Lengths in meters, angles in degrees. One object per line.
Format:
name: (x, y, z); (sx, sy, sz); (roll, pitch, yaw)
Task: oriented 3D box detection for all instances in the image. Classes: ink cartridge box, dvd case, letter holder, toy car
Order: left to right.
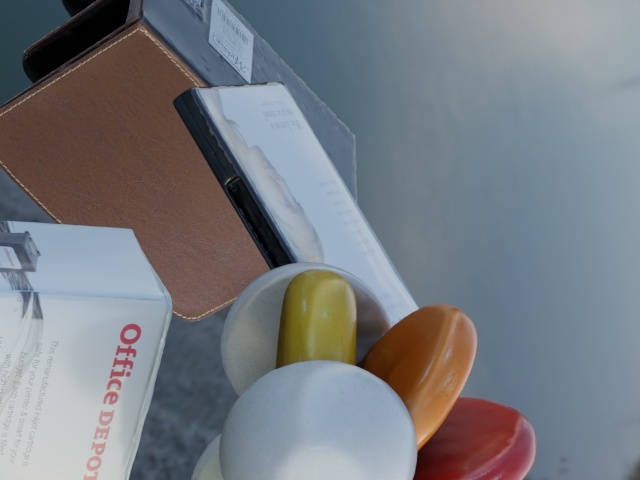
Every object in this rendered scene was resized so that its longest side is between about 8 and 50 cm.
ink cartridge box: (-0.151, 0.051, 0.730); (0.150, 0.109, 0.063); (4, 29, -25)
letter holder: (-0.139, -0.093, 1.571); (0.302, 0.214, 0.152); (44, 28, -32)
dvd case: (0.000, 0.000, 1.218); (0.253, 0.022, 0.180); (59, 19, 4)
toy car: (0.018, 0.104, 0.719); (0.159, 0.136, 0.182); (-98, -161, -68)
